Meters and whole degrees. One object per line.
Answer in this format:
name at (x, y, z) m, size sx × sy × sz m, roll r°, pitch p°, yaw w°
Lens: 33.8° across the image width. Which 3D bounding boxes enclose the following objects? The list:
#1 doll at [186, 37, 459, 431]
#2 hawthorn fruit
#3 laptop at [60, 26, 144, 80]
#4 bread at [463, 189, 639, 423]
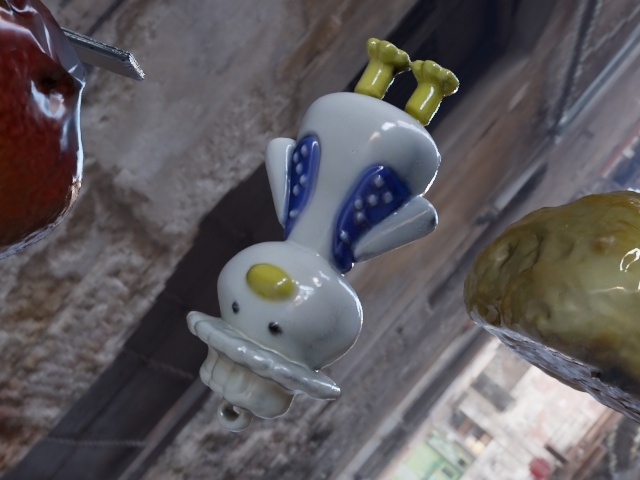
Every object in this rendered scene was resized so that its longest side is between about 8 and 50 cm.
doll at (0.000, 0.000, 0.738) m, size 0.138 × 0.293 × 0.119 m, roll 27°, pitch -3°, yaw 16°
hawthorn fruit at (-0.339, -0.103, 0.883) m, size 0.295 × 0.311 × 0.295 m, roll 45°, pitch 32°, yaw -40°
laptop at (-0.284, -0.218, 1.154) m, size 0.180 × 0.016 × 0.129 m, roll 18°, pitch -2°, yaw -2°
bread at (0.221, 0.049, 0.714) m, size 0.244 × 0.134 × 0.244 m, roll 32°, pitch -7°, yaw 4°
